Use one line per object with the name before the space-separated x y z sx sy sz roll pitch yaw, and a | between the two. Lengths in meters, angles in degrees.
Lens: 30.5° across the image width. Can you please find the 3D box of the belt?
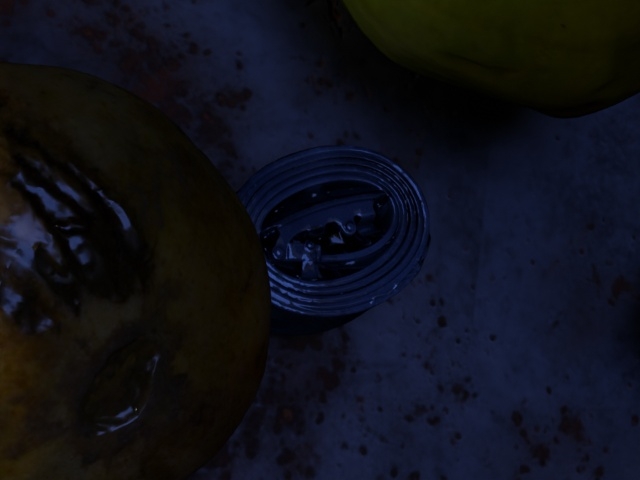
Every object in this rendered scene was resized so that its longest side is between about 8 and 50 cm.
belt | 0.000 0.000 0.968 0.190 0.082 0.141 -18 82 -28

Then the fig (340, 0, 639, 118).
fig | 0.162 -0.273 0.995 0.343 0.343 0.343 7 74 -24

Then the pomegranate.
pomegranate | -0.191 0.040 0.752 0.322 0.322 0.322 7 74 -24
